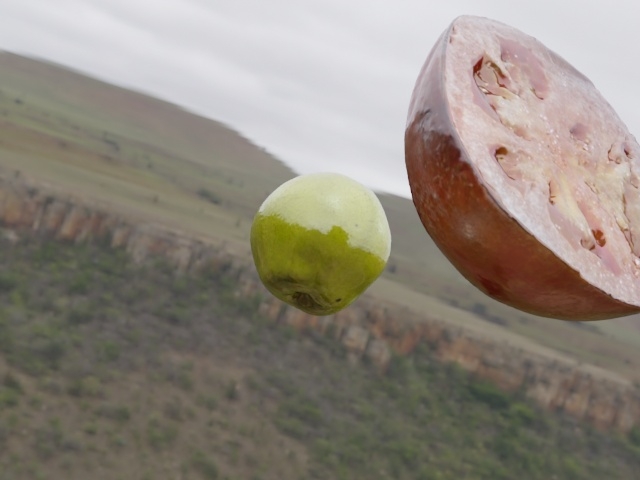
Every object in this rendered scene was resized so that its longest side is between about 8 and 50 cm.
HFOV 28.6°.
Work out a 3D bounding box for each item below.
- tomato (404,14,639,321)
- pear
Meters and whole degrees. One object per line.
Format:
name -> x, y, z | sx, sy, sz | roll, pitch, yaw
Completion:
tomato -> 0.189, -0.056, 1.240 | 0.338, 0.338, 0.143 | 17, -44, -39
pear -> -0.001, -0.001, 1.724 | 0.198, 0.198, 0.198 | 17, 0, 0
